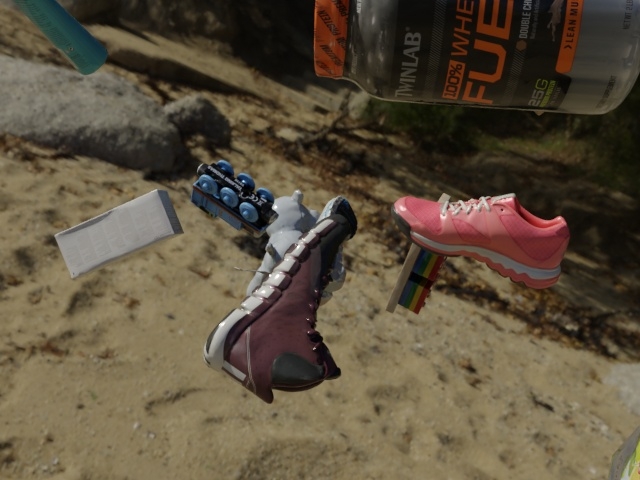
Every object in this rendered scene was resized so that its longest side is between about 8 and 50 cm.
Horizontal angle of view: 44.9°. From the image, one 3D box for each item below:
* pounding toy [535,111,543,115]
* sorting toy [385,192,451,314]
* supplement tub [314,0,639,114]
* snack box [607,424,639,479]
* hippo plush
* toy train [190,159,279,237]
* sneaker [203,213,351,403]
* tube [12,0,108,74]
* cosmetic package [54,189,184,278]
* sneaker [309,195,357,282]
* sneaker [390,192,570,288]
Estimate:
[{"bbox_3d":[0.402,-0.357,1.506,0.206,0.094,0.181,49,-23,1],"label":"pounding toy"},{"bbox_3d":[0.287,0.045,2.041,0.089,0.255,0.257,26,36,11],"label":"sorting toy"},{"bbox_3d":[0.168,-0.251,0.853,0.338,0.207,0.207,4,10,3],"label":"supplement tub"},{"bbox_3d":[0.371,0.308,0.882,0.070,0.174,0.207,16,-29,15],"label":"snack box"},{"bbox_3d":[-0.093,0.022,1.889,0.294,0.234,0.236,24,44,-37],"label":"hippo plush"},{"bbox_3d":[-0.165,-0.076,1.492,0.184,0.105,0.080,34,52,11],"label":"toy train"},{"bbox_3d":[-0.013,0.106,1.054,0.162,0.281,0.106,39,-18,11],"label":"sneaker"},{"bbox_3d":[-0.380,-0.314,1.065,0.080,0.052,0.207,9,-25,35],"label":"tube"},{"bbox_3d":[-0.403,-0.012,1.556,0.060,0.239,0.098,-5,73,-79],"label":"cosmetic package"},{"bbox_3d":[0.000,0.000,1.258,0.071,0.083,0.190,51,39,-24],"label":"sneaker"},{"bbox_3d":[0.282,-0.035,1.347,0.314,0.136,0.116,20,29,6],"label":"sneaker"}]
